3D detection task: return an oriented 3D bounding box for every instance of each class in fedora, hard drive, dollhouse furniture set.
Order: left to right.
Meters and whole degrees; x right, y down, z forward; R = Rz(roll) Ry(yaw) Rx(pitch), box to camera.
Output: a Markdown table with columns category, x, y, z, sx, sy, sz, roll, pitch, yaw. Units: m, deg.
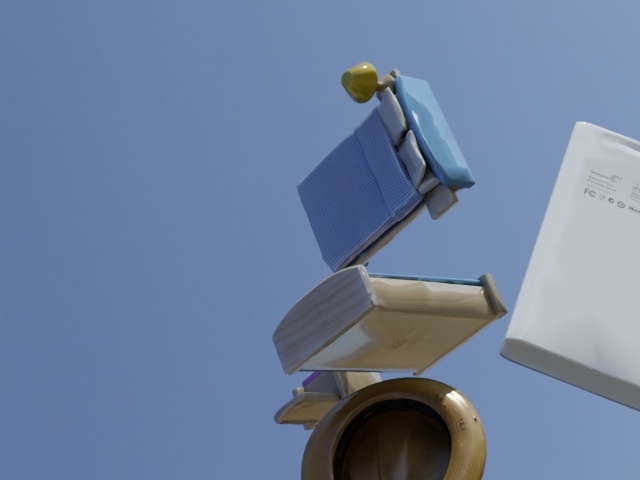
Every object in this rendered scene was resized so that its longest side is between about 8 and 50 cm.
| category | x | y | z | sx | sy | sz | roll | pitch | yaw |
| --- | --- | --- | --- | --- | --- | --- | --- | --- | --- |
| dollhouse furniture set | 0.000 | 0.000 | 1.690 | 0.198 | 0.303 | 0.286 | 6 | -37 | -44 |
| fedora | 0.076 | 0.224 | 1.547 | 0.194 | 0.194 | 0.079 | -47 | -40 | -22 |
| hard drive | 0.362 | 0.032 | 1.872 | 0.047 | 0.233 | 0.353 | 107 | -174 | -51 |
